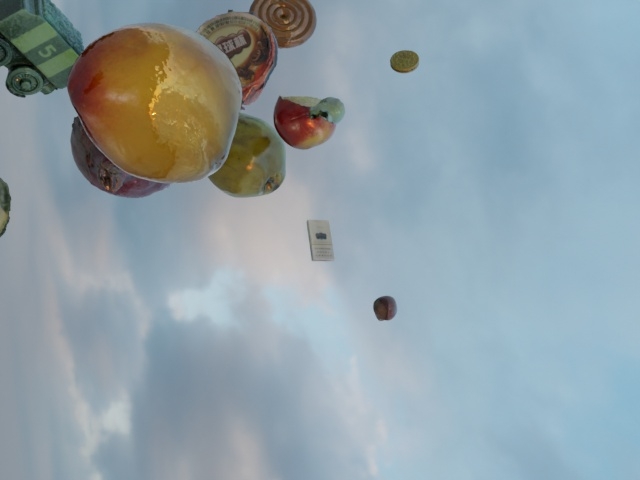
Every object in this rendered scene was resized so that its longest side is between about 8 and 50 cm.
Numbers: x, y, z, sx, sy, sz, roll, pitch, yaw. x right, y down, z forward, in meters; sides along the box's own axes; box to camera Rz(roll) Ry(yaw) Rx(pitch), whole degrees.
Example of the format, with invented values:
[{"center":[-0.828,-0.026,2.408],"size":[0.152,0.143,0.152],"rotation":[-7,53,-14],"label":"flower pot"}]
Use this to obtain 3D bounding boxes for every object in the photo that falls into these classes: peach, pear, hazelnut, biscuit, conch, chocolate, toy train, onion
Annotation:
[{"center":[-0.049,-0.380,2.144],"size":[0.190,0.190,0.192],"rotation":[45,-13,52],"label":"peach"},{"center":[-0.286,-0.311,2.393],"size":[0.375,0.287,0.287],"rotation":[47,-34,1],"label":"pear"},{"center":[0.205,0.213,2.175],"size":[0.086,0.087,0.086],"rotation":[13,-75,62],"label":"hazelnut"},{"center":[-0.141,-0.835,2.600],"size":[0.037,0.262,0.261],"rotation":[120,-40,-71],"label":"biscuit"},{"center":[0.019,-0.369,1.991],"size":[0.095,0.201,0.079],"rotation":[-3,-77,26],"label":"conch"},{"center":[0.241,-0.511,1.989],"size":[0.023,0.084,0.084],"rotation":[75,-8,-55],"label":"biscuit"},{"center":[-0.180,-0.393,1.578],"size":[0.147,0.222,0.221],"rotation":[51,26,-72],"label":"chocolate"},{"center":[-0.769,-0.523,1.832],"size":[0.299,0.238,0.166],"rotation":[55,12,-57],"label":"toy train"},{"center":[-0.295,-0.259,1.260],"size":[0.289,0.308,0.288],"rotation":[-38,-143,36],"label":"peach"},{"center":[-0.555,-0.254,1.984],"size":[0.385,0.348,0.347],"rotation":[-88,-169,-57],"label":"onion"}]

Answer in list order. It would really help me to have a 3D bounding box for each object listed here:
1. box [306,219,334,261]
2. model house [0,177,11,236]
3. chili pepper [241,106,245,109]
[{"center":[0.000,0.000,2.655],"size":[0.024,0.090,0.166],"rotation":[130,-43,-58],"label":"box"},{"center":[-1.061,-0.050,1.914],"size":[0.266,0.321,0.261],"rotation":[-25,-109,41],"label":"model house"},{"center":[-0.380,-0.357,1.784],"size":[0.369,0.137,0.092],"rotation":[28,-23,15],"label":"chili pepper"}]
